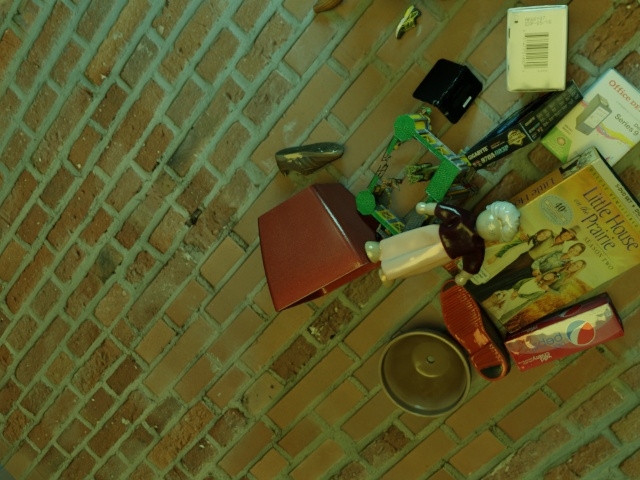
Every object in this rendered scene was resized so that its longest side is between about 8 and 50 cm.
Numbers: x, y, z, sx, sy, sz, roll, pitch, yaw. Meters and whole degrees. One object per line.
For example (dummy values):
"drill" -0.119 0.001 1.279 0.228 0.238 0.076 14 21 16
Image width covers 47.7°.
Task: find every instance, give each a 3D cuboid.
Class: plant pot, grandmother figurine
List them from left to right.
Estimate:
"plant pot" 0.000 0.000 1.804 0.267 0.267 0.235 -30 81 24
"plant pot" 0.274 0.327 1.869 0.237 0.110 0.237 5 106 18
"grandmother figurine" 0.280 0.007 1.591 0.342 0.104 0.208 -24 111 30

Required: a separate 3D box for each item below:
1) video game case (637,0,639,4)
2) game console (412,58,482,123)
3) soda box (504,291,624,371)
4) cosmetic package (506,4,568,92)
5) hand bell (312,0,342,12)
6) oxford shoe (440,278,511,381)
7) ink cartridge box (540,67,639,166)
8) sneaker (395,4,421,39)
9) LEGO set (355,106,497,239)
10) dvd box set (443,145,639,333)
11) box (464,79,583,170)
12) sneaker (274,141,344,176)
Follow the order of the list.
"video game case" 0.745 -0.524 1.501 0.157 0.019 0.143 -33 93 24
"game console" 0.296 -0.347 1.683 0.107 0.071 0.122 41 79 -23
"soda box" 0.583 0.222 1.743 0.263 0.083 0.092 -27 95 24
"cosmetic package" 0.449 -0.395 1.485 0.113 0.309 0.160 2 107 19
"hand bell" 0.077 -0.596 1.685 0.242 0.126 0.126 -20 99 35
"oxford shoe" 0.388 0.221 1.814 0.097 0.098 0.271 -32 74 29
"ink cartridge box" 0.614 -0.249 1.588 0.154 0.093 0.212 44 113 3
"sneaker" 0.205 -0.505 1.690 0.035 0.031 0.083 32 113 8
"LEGO set" 0.258 -0.142 1.727 0.255 0.192 0.331 38 123 31
"dvd box set" 0.522 0.015 1.650 0.420 0.062 0.307 -35 117 25
"box" 0.435 -0.245 1.552 0.051 0.220 0.175 55 148 -5
"sneaker" -0.023 -0.204 1.853 0.188 0.066 0.071 -1 122 25
